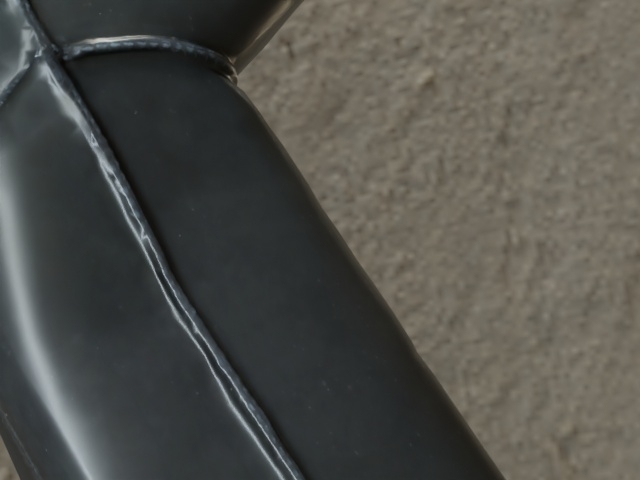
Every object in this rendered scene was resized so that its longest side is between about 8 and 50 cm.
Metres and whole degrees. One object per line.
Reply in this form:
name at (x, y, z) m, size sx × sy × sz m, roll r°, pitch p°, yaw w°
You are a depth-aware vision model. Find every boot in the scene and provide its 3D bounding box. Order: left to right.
boot at (-0.002, 0.001, 0.882) m, size 0.367 × 0.146 × 0.445 m, roll -28°, pitch 74°, yaw -16°
